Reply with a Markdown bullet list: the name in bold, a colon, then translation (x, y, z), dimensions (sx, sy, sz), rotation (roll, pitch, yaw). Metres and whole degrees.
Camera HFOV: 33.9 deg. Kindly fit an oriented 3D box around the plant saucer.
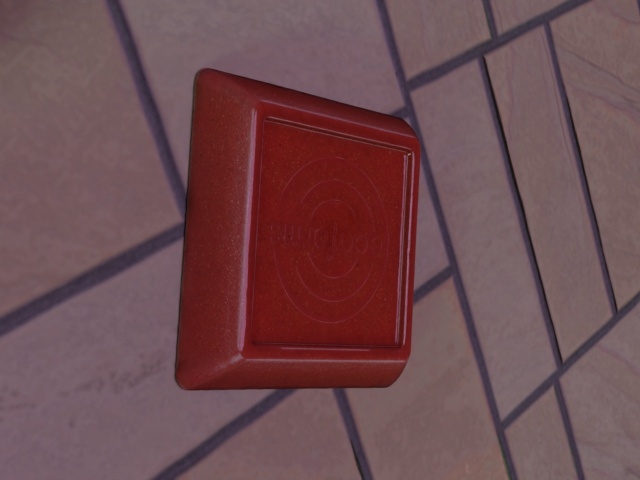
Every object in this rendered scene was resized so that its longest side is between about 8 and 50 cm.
- **plant saucer**: translation (0.000, 0.000, 0.902), dimensions (0.258, 0.048, 0.259), rotation (7, 85, -44)
